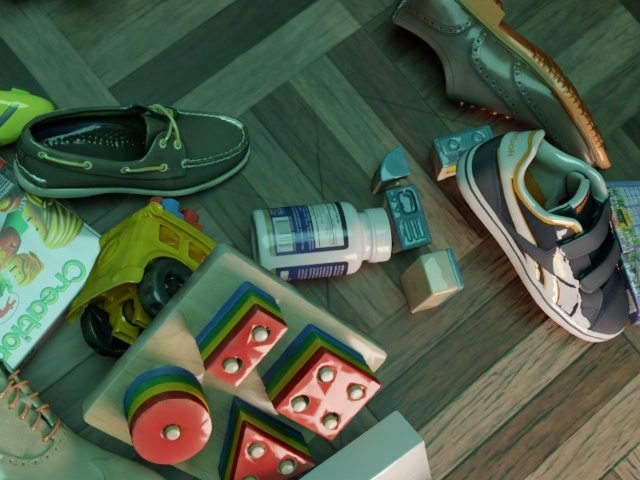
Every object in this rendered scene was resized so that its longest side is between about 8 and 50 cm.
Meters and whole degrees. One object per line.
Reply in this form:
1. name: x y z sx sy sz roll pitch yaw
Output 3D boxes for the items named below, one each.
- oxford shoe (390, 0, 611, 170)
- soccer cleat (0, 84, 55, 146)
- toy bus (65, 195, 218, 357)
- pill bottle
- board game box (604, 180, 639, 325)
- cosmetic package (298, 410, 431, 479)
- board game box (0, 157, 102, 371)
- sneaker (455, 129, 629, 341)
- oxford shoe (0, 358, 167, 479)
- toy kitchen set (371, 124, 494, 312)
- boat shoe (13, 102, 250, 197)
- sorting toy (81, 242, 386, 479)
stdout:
1. oxford shoe: 0.248 -0.215 1.481 0.132 0.130 0.364 -41 92 17
2. soccer cleat: -0.469 -0.120 1.345 0.289 0.093 0.121 -8 71 -5
3. toy bus: -0.170 0.051 1.324 0.220 0.149 0.212 35 44 -29
4. pill bottle: 0.000 0.000 1.385 0.169 0.094 0.094 -5 77 -10
5. board game box: 0.482 -0.006 1.475 0.194 0.060 0.194 -16 79 -11
6. cosmetic package: 0.015 0.305 1.270 0.239 0.099 0.060 -33 50 -15
7. board game box: -0.418 0.070 1.328 0.193 0.053 0.305 37 74 1
8. sneaker: 0.310 -0.002 1.367 0.321 0.127 0.126 47 51 -17
9. oxford shoe: -0.340 0.216 1.190 0.396 0.140 0.147 18 103 -9
10. toy kitchen set: 0.174 -0.035 1.404 0.166 0.122 0.207 -15 79 -12
11. boat shoe: -0.225 -0.118 1.362 0.304 0.091 0.109 -7 64 -22
12. sorting toy: -0.086 0.176 1.221 0.257 0.089 0.255 34 103 -31
